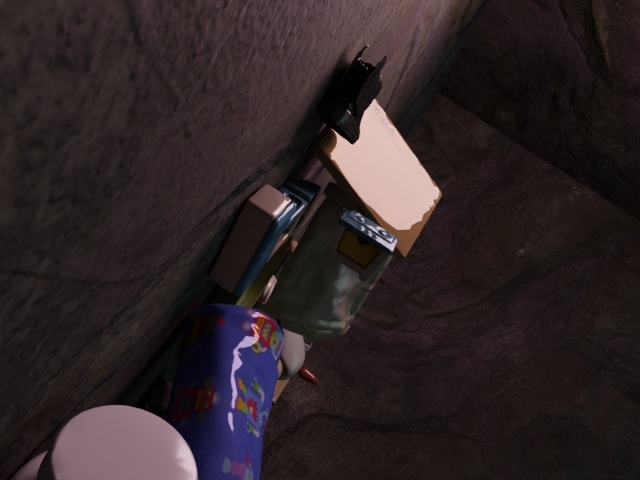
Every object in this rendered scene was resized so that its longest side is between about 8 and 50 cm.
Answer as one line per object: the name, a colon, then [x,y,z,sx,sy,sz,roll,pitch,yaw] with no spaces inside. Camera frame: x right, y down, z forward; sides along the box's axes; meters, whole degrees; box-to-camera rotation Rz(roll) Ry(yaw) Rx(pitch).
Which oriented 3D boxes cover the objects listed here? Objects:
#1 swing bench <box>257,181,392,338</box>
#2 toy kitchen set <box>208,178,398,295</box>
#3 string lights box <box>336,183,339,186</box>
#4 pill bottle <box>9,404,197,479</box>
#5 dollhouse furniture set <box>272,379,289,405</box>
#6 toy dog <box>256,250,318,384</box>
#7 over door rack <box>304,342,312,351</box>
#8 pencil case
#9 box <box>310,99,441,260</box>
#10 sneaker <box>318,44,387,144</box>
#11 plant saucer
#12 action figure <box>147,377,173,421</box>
swing bench: [0.042,0.005,1.098,0.253,0.165,0.254,-59,-175,27]
toy kitchen set: [0.000,0.000,0.803,0.122,0.166,0.207,-59,176,34]
string lights box: [0.066,-0.099,1.580,0.259,0.077,0.133,-57,176,4]
pill bottle: [-0.204,0.267,0.546,0.272,0.152,0.152,-57,177,26]
dollhouse furniture set: [-0.200,0.393,1.716,0.212,0.161,0.242,-53,175,-47]
toy dog: [-0.047,0.194,1.471,0.220,0.161,0.333,-55,163,-55]
over door rack: [-0.023,0.132,1.994,0.239,0.108,0.324,-58,-163,26]
pencil case: [-0.111,0.213,0.738,0.120,0.133,0.306,-17,-139,19]
box: [0.085,-0.096,0.938,0.021,0.201,0.164,-22,-157,44]
sneaker: [0.043,-0.171,0.793,0.089,0.051,0.170,-52,174,5]
plant saucer: [-0.122,0.083,0.964,0.240,0.037,0.241,-56,178,-3]
action figure: [-0.260,0.332,0.873,0.341,0.179,0.330,24,94,-57]
